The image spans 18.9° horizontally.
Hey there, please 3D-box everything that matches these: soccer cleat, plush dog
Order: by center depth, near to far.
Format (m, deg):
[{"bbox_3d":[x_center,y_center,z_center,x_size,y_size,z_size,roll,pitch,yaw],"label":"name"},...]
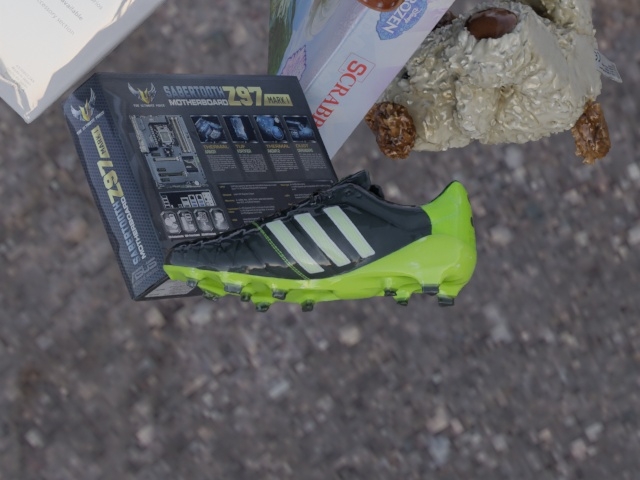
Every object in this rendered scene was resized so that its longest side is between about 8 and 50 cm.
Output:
[{"bbox_3d":[0.000,0.000,1.070,0.179,0.060,0.072,-1,73,17],"label":"soccer cleat"},{"bbox_3d":[0.162,-0.160,1.954,0.225,0.210,0.262,-10,26,31],"label":"plush dog"}]

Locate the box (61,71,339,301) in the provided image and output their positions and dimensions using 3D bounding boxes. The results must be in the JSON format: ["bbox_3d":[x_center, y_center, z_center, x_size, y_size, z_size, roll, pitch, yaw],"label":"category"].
[{"bbox_3d":[-0.085,-0.049,1.599,0.059,0.233,0.183,-34,70,39],"label":"box"}]

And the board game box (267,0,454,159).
[{"bbox_3d":[0.056,-0.276,1.788,0.318,0.066,0.318,-52,24,33],"label":"board game box"}]

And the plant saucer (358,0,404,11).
[{"bbox_3d":[0.028,-0.189,1.270,0.013,0.083,0.083,-40,44,-22],"label":"plant saucer"}]

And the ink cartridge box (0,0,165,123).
[{"bbox_3d":[-0.230,-0.298,1.463,0.272,0.309,0.130,-39,20,14],"label":"ink cartridge box"}]
